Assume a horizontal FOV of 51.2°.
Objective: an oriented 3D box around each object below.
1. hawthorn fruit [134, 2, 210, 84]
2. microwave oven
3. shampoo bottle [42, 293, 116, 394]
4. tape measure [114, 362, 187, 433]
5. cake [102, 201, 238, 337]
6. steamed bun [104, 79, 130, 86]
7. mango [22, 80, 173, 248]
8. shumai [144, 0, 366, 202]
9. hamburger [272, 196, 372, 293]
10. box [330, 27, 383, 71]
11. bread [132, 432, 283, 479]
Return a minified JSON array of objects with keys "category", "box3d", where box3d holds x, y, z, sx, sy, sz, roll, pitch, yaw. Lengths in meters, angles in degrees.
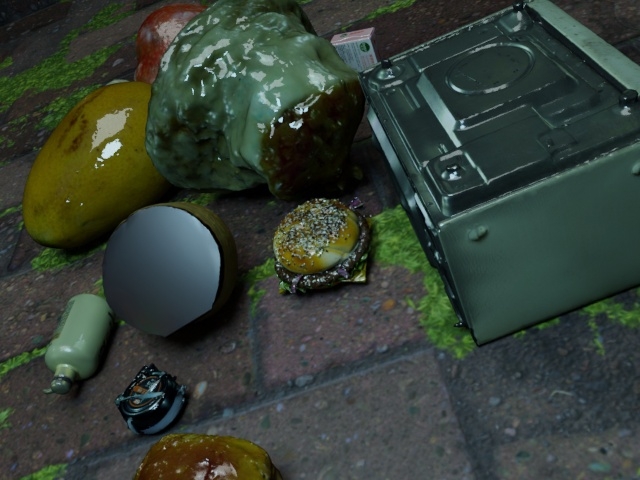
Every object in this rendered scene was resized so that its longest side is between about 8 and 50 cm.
[{"category":"hawthorn fruit","box3d":[-0.272,-0.375,1.444,0.284,0.284,0.284,-15,40,13]},{"category":"microwave oven","box3d":[0.253,-0.123,0.886,0.332,0.247,0.394,-21,39,3]},{"category":"shampoo bottle","box3d":[-0.374,0.163,1.026,0.079,0.079,0.162,-12,41,15]},{"category":"tape measure","box3d":[-0.233,0.218,0.913,0.094,0.054,0.091,15,55,47]},{"category":"cake","box3d":[-0.218,0.046,1.027,0.185,0.178,0.208,-1,82,7]},{"category":"steamed bun","box3d":[-0.472,-0.324,1.591,0.130,0.113,0.091,25,59,36]},{"category":"mango","box3d":[-0.415,-0.142,1.283,0.263,0.221,0.378,25,69,39]},{"category":"shumai","box3d":[-0.068,-0.213,1.122,0.323,0.324,0.397,29,61,35]},{"category":"hamburger","box3d":[-0.002,-0.002,1.004,0.164,0.093,0.190,-17,38,11]},{"category":"box","box3d":[0.078,-0.350,1.324,0.089,0.125,0.043,-2,44,24]},{"category":"bread","box3d":[-0.168,0.376,0.663,0.185,0.109,0.381,-4,46,24]}]
